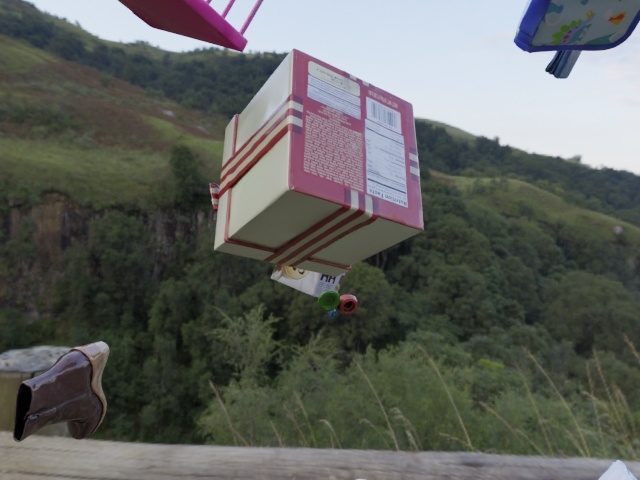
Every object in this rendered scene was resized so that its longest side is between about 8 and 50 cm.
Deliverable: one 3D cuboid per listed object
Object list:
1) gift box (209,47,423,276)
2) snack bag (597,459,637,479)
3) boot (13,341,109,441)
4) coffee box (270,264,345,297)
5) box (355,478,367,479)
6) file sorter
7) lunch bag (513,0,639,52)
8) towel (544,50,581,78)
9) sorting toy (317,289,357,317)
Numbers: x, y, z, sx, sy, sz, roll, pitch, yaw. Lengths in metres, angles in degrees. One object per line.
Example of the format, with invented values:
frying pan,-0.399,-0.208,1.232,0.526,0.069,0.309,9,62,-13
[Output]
gift box,-0.007,-0.107,0.767,0.255,0.276,0.258,20,-31,-28
snack bag,0.383,0.491,0.573,0.342,0.037,0.323,-25,60,-24
boot,-0.515,0.330,0.965,0.090,0.248,0.207,21,18,11
coffee box,0.000,0.000,1.384,0.168,0.297,0.119,19,-1,38
box,0.083,0.421,0.569,0.063,0.324,0.067,0,25,25
file sorter,-0.214,-0.426,0.701,0.290,0.182,0.202,31,1,40
lunch bag,0.226,-0.225,0.376,0.151,0.096,0.129,-29,-26,-16
towel,0.441,-0.345,0.862,0.067,0.119,0.029,-14,42,-44
sorting toy,0.032,0.137,1.097,0.102,0.061,0.042,20,14,-27
